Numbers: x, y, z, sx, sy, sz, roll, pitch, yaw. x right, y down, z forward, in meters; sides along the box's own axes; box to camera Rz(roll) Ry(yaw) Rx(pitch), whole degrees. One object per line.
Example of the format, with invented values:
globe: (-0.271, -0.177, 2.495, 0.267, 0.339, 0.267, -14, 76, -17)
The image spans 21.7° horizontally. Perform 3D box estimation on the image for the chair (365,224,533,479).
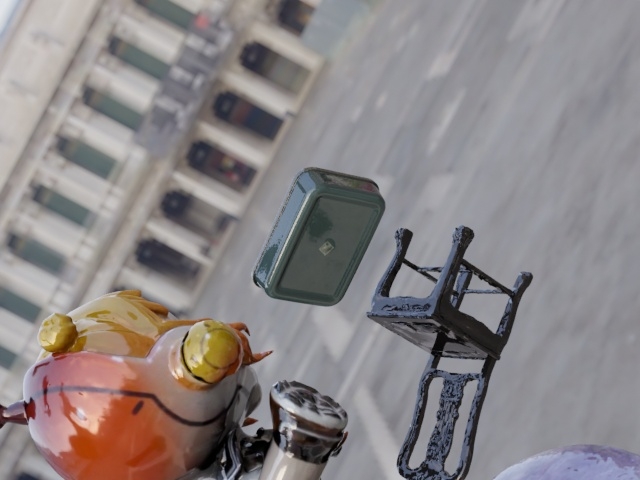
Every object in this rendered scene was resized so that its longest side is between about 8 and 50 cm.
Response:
chair: (0.107, 0.112, 1.619, 0.106, 0.113, 0.229, -3, 62, 55)

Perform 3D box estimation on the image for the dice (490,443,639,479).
dice: (0.299, 0.406, 1.846, 0.270, 0.271, 0.270, -39, 26, -25)

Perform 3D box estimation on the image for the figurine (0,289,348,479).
figurine: (-0.145, 0.170, 1.600, 0.196, 0.323, 0.320, -61, -7, -27)

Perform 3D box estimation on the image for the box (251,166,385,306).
box: (0.000, 0.000, 1.476, 0.126, 0.091, 0.031, -64, 35, 21)
